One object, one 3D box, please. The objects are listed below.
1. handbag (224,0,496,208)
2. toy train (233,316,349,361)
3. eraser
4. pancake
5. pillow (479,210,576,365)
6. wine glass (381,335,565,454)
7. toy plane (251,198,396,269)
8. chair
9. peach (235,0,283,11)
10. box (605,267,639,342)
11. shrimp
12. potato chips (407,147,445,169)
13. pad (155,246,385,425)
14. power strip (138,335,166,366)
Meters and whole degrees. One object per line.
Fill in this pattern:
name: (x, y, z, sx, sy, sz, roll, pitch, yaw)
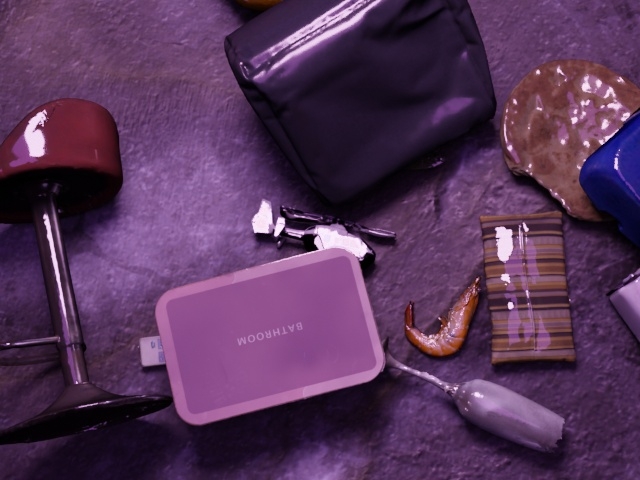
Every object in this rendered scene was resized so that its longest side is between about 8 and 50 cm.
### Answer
handbag: (0.058, -0.221, 1.199, 0.301, 0.275, 0.178, -32, 35, 1)
toy train: (-0.025, 0.126, 1.171, 0.170, 0.111, 0.071, -8, 79, 6)
eraser: (0.491, -0.146, 1.162, 0.332, 0.101, 0.155, -40, 85, -14)
pancake: (0.359, -0.136, 1.228, 0.236, 0.042, 0.222, 21, 76, 6)
pillow: (0.273, 0.061, 1.195, 0.113, 0.038, 0.203, -4, 77, 4)
wine glass: (0.189, 0.202, 1.158, 0.262, 0.074, 0.074, 23, 81, 7)
toy plane: (-0.001, 0.001, 1.229, 0.197, 0.053, 0.078, 14, 72, 7)
chair: (-0.336, 0.039, 1.162, 0.226, 0.226, 0.401, -14, 76, 2)
peach: (-0.048, -0.437, 1.276, 0.251, 0.153, 0.251, -1, 71, 3)
box: (0.537, 0.155, 1.116, 0.190, 0.112, 0.370, -33, 78, -4)
shrimp: (0.166, 0.092, 1.204, 0.091, 0.025, 0.127, 34, 86, 12)
potato chips: (0.097, -0.181, 1.270, 0.142, 0.026, 0.209, -28, 77, -4)
pad: (-0.064, 0.116, 1.120, 0.266, 0.002, 0.176, -15, 78, 1)
power strip: (-0.204, 0.148, 1.228, 0.090, 0.016, 0.040, -7, 78, 3)
